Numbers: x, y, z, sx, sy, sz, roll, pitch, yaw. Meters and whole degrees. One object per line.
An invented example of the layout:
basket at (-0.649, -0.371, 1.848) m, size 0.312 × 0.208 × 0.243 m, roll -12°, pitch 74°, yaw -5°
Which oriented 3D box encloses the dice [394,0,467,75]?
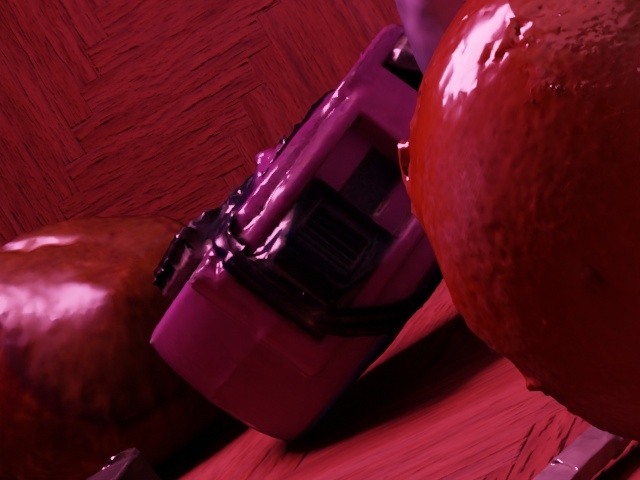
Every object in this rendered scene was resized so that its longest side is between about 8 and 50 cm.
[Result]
dice at (0.214, -0.151, 1.085) m, size 0.270 × 0.270 × 0.271 m, roll -29°, pitch 5°, yaw 26°

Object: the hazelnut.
hazelnut at (-0.161, 0.097, 1.409) m, size 0.234 × 0.218 × 0.218 m, roll -12°, pitch 1°, yaw -13°

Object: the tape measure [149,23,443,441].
tape measure at (0.000, 0.000, 1.213) m, size 0.245 × 0.149 × 0.231 m, roll -54°, pitch 3°, yaw -32°

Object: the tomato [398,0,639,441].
tomato at (0.139, -0.031, 0.708) m, size 0.184 × 0.208 × 0.208 m, roll -41°, pitch 0°, yaw 24°

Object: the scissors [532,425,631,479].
scissors at (0.096, 0.098, 0.765) m, size 0.300 × 0.022 × 0.109 m, roll -34°, pitch 9°, yaw -40°

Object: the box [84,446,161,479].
box at (-0.086, 0.164, 0.524) m, size 0.163 × 0.135 × 0.243 m, roll -30°, pitch 6°, yaw 14°
